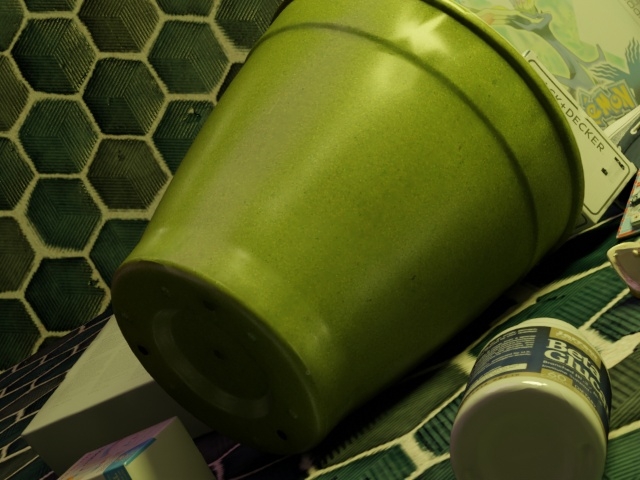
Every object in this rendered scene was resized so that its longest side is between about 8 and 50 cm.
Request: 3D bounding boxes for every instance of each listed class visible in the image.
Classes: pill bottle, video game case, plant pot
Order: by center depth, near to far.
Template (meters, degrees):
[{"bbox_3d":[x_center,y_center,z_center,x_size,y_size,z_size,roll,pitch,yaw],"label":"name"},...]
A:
[{"bbox_3d":[0.138,0.106,1.047,0.094,0.094,0.169,-28,8,17],"label":"pill bottle"},{"bbox_3d":[0.000,0.000,1.535,0.353,0.366,0.366,-49,16,-31],"label":"plant pot"},{"bbox_3d":[0.273,-0.209,1.872,0.329,0.300,0.036,-36,-6,-35],"label":"video game case"}]

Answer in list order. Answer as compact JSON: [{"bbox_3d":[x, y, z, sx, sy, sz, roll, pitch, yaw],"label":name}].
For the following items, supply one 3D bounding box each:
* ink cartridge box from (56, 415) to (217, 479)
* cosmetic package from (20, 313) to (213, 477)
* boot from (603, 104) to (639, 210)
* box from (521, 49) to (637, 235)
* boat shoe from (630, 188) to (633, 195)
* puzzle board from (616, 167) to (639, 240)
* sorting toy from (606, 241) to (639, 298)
[{"bbox_3d":[-0.178,0.234,1.474,0.143,0.090,0.092,-25,9,35],"label":"ink cartridge box"},{"bbox_3d":[-0.142,0.118,1.912,0.377,0.097,0.284,-24,24,40],"label":"cosmetic package"},{"bbox_3d":[0.356,-0.111,1.641,0.190,0.069,0.086,-46,33,34],"label":"boot"},{"bbox_3d":[0.167,-0.066,1.700,0.087,0.169,0.290,-48,11,-30],"label":"box"},{"bbox_3d":[0.359,-0.069,1.595,0.125,0.038,0.046,-41,30,17],"label":"boat shoe"},{"bbox_3d":[0.336,-0.054,1.542,0.128,0.011,0.096,-23,33,49],"label":"puzzle board"},{"bbox_3d":[0.287,0.012,1.327,0.075,0.045,0.083,-25,5,-17],"label":"sorting toy"}]
